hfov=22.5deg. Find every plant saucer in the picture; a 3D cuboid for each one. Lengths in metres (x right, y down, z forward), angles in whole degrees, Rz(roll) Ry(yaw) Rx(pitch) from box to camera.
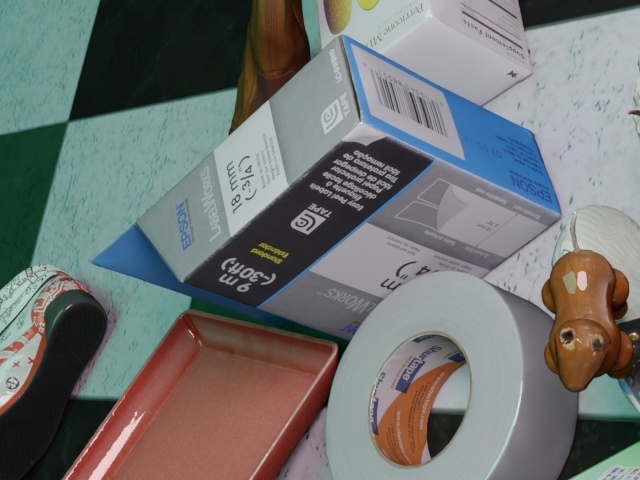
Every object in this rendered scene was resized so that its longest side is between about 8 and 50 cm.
[{"bbox_3d":[-0.117,0.194,1.514,0.258,0.048,0.259,8,57,52],"label":"plant saucer"}]

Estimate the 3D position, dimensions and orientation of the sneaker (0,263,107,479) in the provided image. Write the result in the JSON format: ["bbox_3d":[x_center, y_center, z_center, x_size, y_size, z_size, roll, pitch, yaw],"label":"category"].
[{"bbox_3d":[-0.348,0.154,1.831,0.270,0.090,0.145,-58,37,5],"label":"sneaker"}]

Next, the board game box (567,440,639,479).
[{"bbox_3d":[0.215,0.264,1.136,0.317,0.046,0.213,-36,46,34],"label":"board game box"}]

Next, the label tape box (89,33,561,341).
[{"bbox_3d":[0.000,0.000,1.373,0.333,0.240,0.106,-40,47,31],"label":"label tape box"}]

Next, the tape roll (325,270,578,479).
[{"bbox_3d":[0.104,0.138,1.313,0.219,0.072,0.219,-27,52,40],"label":"tape roll"}]

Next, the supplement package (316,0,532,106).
[{"bbox_3d":[0.086,-0.239,1.479,0.139,0.134,0.244,-34,48,36],"label":"supplement package"}]

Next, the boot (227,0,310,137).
[{"bbox_3d":[-0.036,-0.151,1.504,0.280,0.096,0.264,100,-179,-59],"label":"boot"}]

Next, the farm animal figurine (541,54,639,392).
[{"bbox_3d":[0.301,0.018,1.002,0.330,0.172,0.327,21,71,26],"label":"farm animal figurine"}]

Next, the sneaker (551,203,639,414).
[{"bbox_3d":[0.232,0.065,1.185,0.237,0.085,0.086,-105,13,-54],"label":"sneaker"}]
